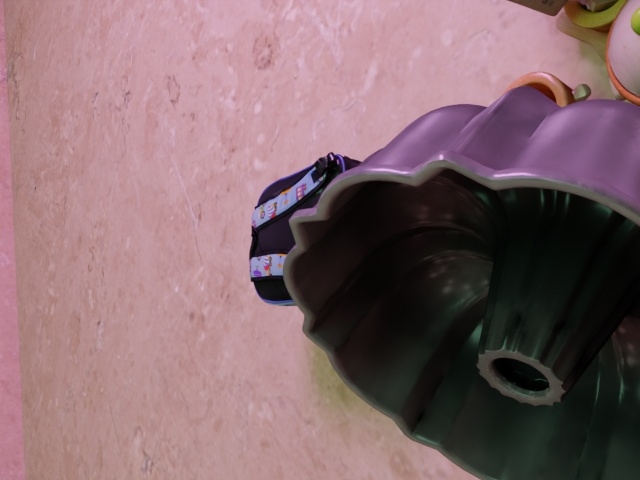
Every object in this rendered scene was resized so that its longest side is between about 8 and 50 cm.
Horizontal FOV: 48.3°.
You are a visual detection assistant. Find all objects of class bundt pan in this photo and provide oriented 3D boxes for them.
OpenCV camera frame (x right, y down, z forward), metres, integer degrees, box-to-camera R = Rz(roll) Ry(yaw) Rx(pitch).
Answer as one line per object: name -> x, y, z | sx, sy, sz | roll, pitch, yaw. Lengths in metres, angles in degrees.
bundt pan -> 0.145, 0.040, 0.455 | 0.331, 0.331, 0.124 | -16, 33, 51

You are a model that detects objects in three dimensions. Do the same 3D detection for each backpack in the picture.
backpack -> 0.000, 0.000, 0.777 | 0.173, 0.117, 0.158 | -15, 72, 50

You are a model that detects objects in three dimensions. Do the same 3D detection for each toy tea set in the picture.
toy tea set -> 0.183, -0.077, 0.543 | 0.200, 0.124, 0.336 | 47, 120, 46

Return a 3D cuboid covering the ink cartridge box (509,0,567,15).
ink cartridge box -> 0.185, -0.323, 0.530 | 0.193, 0.088, 0.234 | 121, 160, -54
